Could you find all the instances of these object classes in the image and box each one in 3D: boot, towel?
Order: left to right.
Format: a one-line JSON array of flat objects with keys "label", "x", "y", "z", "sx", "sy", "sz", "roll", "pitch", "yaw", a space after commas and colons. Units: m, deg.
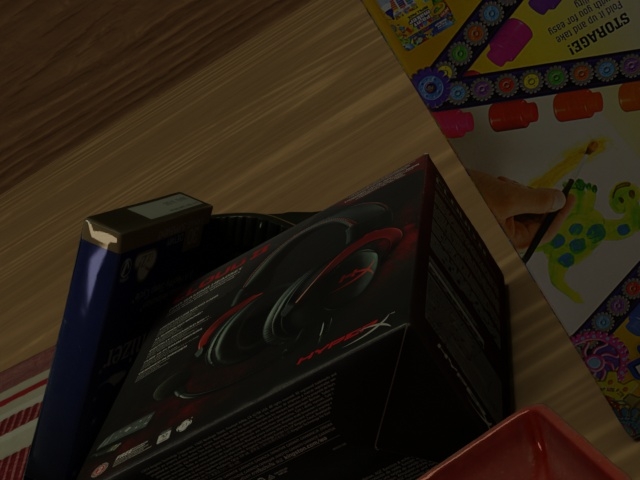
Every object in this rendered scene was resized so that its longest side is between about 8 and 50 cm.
[{"label": "towel", "x": -0.294, "y": 0.195, "z": 1.174, "sx": 0.237, "sy": 0.037, "sz": 0.329, "roll": -27, "pitch": 19, "yaw": 11}, {"label": "boot", "x": 0.000, "y": 0.000, "z": 1.055, "sx": 0.198, "sy": 0.076, "sz": 0.137, "roll": 7, "pitch": 22, "yaw": 10}]

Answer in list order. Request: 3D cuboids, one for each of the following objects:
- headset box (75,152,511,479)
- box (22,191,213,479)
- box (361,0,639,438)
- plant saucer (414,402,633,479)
[{"label": "headset box", "x": -0.004, "y": 0.075, "z": 0.841, "sx": 0.218, "sy": 0.110, "sz": 0.293, "roll": -28, "pitch": 17, "yaw": 17}, {"label": "box", "x": -0.144, "y": 0.083, "z": 0.967, "sx": 0.136, "sy": 0.037, "sz": 0.225, "roll": -25, "pitch": -45, "yaw": -67}, {"label": "box", "x": 0.158, "y": -0.102, "z": 0.751, "sx": 0.177, "sy": 0.279, "sz": 0.290, "roll": -29, "pitch": 17, "yaw": 13}, {"label": "plant saucer", "x": 0.036, "y": 0.191, "z": 0.548, "sx": 0.259, "sy": 0.047, "sz": 0.258, "roll": -33, "pitch": 16, "yaw": -4}]
